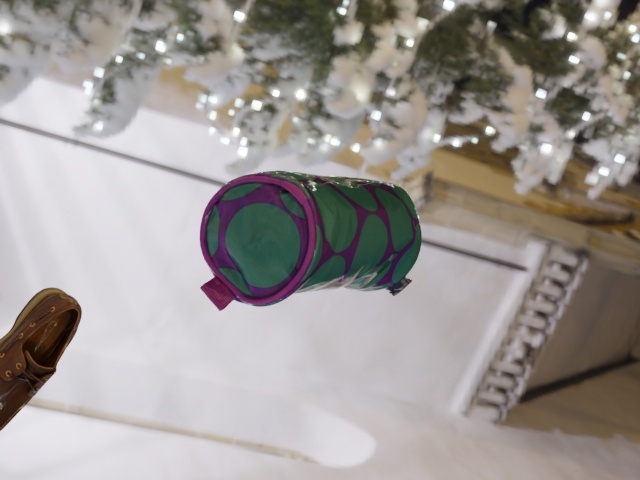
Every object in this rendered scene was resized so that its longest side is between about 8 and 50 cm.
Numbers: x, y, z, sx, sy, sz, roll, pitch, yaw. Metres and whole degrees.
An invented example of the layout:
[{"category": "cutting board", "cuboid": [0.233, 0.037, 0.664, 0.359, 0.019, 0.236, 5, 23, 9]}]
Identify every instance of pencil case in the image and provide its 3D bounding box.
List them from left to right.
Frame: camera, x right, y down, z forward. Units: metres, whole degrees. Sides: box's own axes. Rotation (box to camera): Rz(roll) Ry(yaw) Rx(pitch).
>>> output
[{"category": "pencil case", "cuboid": [0.000, 0.000, 0.551, 0.070, 0.151, 0.064, -48, -108, 17]}]

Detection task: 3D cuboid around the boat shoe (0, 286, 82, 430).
[{"category": "boat shoe", "cuboid": [-0.314, 0.131, 1.136, 0.060, 0.064, 0.178, 13, -113, 53]}]
